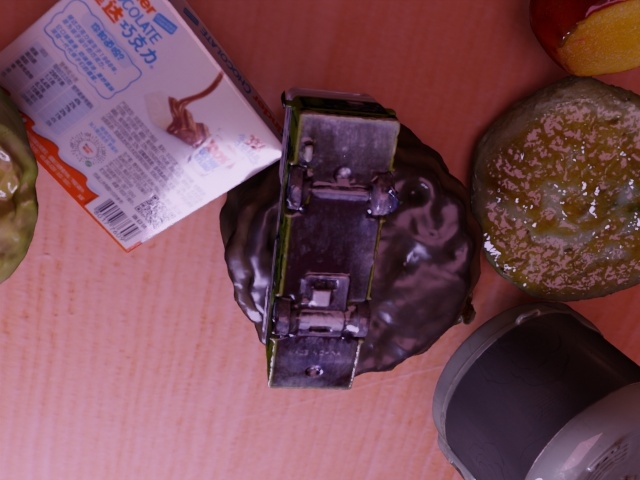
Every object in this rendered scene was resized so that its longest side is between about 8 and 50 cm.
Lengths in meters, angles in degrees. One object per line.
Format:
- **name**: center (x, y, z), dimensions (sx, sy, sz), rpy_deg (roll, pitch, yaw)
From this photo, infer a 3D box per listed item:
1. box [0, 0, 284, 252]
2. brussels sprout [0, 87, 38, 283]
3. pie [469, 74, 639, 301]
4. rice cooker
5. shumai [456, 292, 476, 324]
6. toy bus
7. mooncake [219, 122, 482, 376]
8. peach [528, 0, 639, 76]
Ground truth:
- **box**: center (-0.214, -0.145, 0.833), dimensions (0.264, 0.048, 0.273), rpy_deg (-27, 115, 25)
- **brussels sprout**: center (-0.458, -0.049, 0.733), dimensions (0.343, 0.268, 0.345), rpy_deg (0, 87, -5)
- **pie**: center (0.350, -0.057, 0.993), dimensions (0.322, 0.070, 0.324), rpy_deg (3, 110, 9)
- **rice cooker**: center (0.317, 0.250, 1.020), dimensions (0.288, 0.277, 0.289), rpy_deg (-14, 122, -22)
- **shumai**: center (0.183, 0.099, 1.040), dimensions (0.082, 0.080, 0.083), rpy_deg (-36, 115, 4)
- **toy bus**: center (0.000, 0.000, 0.746), dimensions (0.113, 0.139, 0.302), rpy_deg (4, 117, -10)
- **mooncake**: center (0.039, 0.009, 0.921), dimensions (0.323, 0.187, 0.324), rpy_deg (-3, 111, -9)
- **peach**: center (0.354, -0.286, 0.885), dimensions (0.190, 0.190, 0.193), rpy_deg (36, 72, -21)
